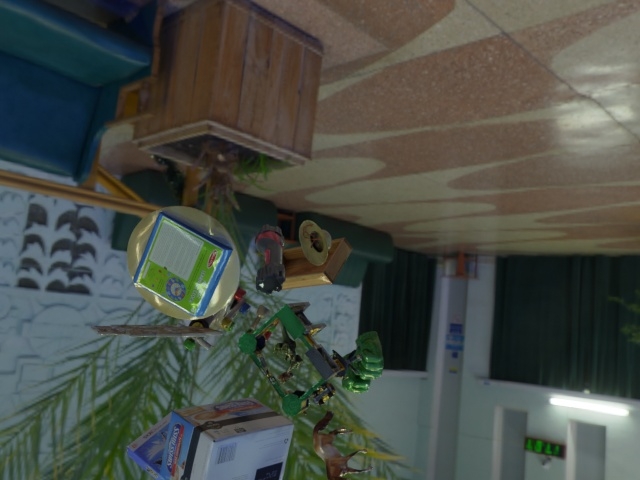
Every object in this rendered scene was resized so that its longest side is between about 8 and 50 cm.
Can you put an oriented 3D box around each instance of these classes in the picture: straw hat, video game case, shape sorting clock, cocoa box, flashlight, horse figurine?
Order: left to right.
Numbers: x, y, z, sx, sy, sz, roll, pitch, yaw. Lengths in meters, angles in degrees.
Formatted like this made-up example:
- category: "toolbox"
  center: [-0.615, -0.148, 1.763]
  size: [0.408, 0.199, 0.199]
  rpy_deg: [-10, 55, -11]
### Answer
- category: "video game case"
  center: [-0.562, 0.810, 2.275]
  size: [0.269, 0.061, 0.244]
  rpy_deg: [27, -141, 25]
- category: "shape sorting clock"
  center: [-0.237, 0.040, 1.021]
  size: [0.206, 0.206, 0.040]
  rpy_deg: [4, -165, 13]
- category: "cocoa box"
  center: [-0.299, 0.672, 1.906]
  size: [0.228, 0.231, 0.347]
  rpy_deg: [18, -172, 42]
- category: "flashlight"
  center: [-0.170, 0.062, 1.921]
  size: [0.103, 0.103, 0.304]
  rpy_deg: [15, -150, -11]
- category: "straw hat"
  center: [0.000, 0.000, 1.798]
  size: [0.061, 0.144, 0.144]
  rpy_deg: [-16, -173, -37]
- category: "horse figurine"
  center: [0.050, 0.672, 1.890]
  size: [0.174, 0.066, 0.263]
  rpy_deg: [-8, -140, -32]

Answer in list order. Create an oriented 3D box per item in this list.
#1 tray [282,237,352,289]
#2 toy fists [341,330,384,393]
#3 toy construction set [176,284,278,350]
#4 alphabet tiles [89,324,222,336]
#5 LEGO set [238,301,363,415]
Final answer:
- category: "tray"
  center: [-0.070, 0.110, 2.509]
  size: [0.411, 0.203, 0.076]
  rpy_deg: [-12, 126, 45]
- category: "toy fists"
  center: [0.144, 0.445, 2.084]
  size: [0.096, 0.142, 0.279]
  rpy_deg: [1, 142, -24]
- category: "toy construction set"
  center: [-0.299, 0.260, 1.817]
  size: [0.309, 0.237, 0.257]
  rpy_deg: [37, 162, -17]
- category: "alphabet tiles"
  center: [-0.413, 0.222, 1.461]
  size: [0.285, 0.011, 0.342]
  rpy_deg: [5, 174, -26]
- category: "LEGO set"
  center: [-0.059, 0.336, 1.737]
  size: [0.331, 0.255, 0.192]
  rpy_deg: [43, -168, 19]
